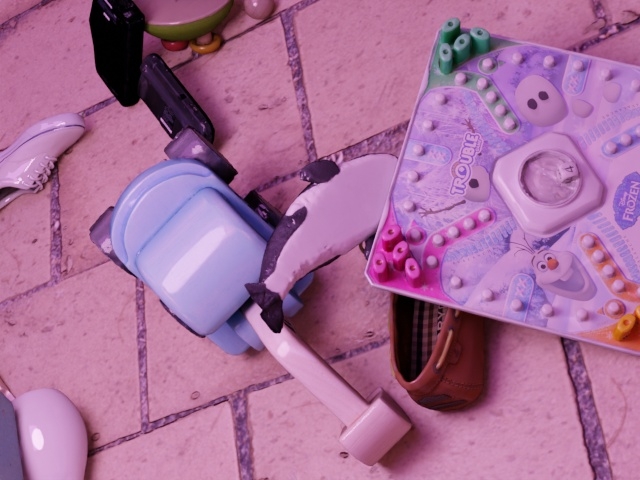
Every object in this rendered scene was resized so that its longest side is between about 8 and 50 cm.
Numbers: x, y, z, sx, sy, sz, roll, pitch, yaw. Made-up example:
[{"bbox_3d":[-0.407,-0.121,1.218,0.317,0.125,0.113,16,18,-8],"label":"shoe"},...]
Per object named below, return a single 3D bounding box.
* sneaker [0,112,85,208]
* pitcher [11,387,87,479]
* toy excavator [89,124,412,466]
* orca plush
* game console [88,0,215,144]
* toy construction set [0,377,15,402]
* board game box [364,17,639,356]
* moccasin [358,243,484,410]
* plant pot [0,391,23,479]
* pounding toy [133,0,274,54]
[{"bbox_3d":[-0.517,-0.133,2.246,0.258,0.094,0.091,-32,70,19],"label":"sneaker"},{"bbox_3d":[-0.432,0.344,1.890,0.177,0.125,0.207,-23,62,5],"label":"pitcher"},{"bbox_3d":[-0.096,0.089,1.730,0.222,0.433,0.445,-45,22,4],"label":"toy excavator"},{"bbox_3d":[0.000,0.000,1.640,0.287,0.151,0.102,-62,13,-22],"label":"orca plush"},{"bbox_3d":[-0.290,-0.267,2.122,0.044,0.213,0.361,-26,64,-26],"label":"game console"},{"bbox_3d":[-0.632,0.325,2.012,0.309,0.257,0.237,-36,66,-18],"label":"toy construction set"},{"bbox_3d":[0.292,-0.080,1.599,0.390,0.050,0.390,14,71,9],"label":"board game box"},{"bbox_3d":[0.140,0.036,1.677,0.139,0.147,0.380,-12,59,36],"label":"moccasin"},{"bbox_3d":[-0.574,0.314,1.787,0.248,0.252,0.247,-37,57,37],"label":"plant pot"},{"bbox_3d":[-0.207,-0.384,2.182,0.237,0.110,0.183,-19,38,-12],"label":"pounding toy"}]
